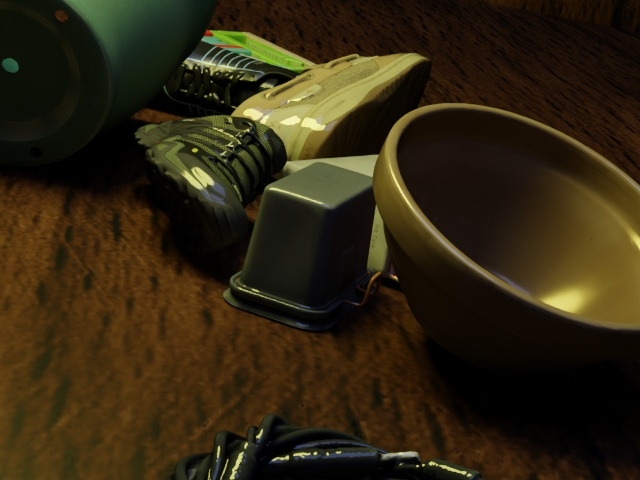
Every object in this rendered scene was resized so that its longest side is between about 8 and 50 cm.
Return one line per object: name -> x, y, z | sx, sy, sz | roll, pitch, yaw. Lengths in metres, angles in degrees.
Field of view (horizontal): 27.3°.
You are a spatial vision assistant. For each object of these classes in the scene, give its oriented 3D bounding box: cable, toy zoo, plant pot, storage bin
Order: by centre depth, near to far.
cable -> -0.004, 0.130, 0.657 | 0.151, 0.047, 0.184 | 27, 24, 38
plant pot -> 0.135, 0.015, 0.933 | 0.237, 0.109, 0.237 | 17, 37, -13
storage bin -> 0.000, 0.000, 0.975 | 0.098, 0.091, 0.135 | 18, 20, 17
plant pot -> -0.247, -0.205, 1.188 | 0.272, 0.271, 0.255 | 12, 32, 0
toy zoo -> -0.159, -0.233, 1.656 | 0.293, 0.030, 0.192 | -2, 23, -38

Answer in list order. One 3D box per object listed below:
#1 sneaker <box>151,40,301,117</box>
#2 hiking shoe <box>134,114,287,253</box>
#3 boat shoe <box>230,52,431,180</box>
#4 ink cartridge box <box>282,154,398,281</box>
sneaker -> -0.105, -0.169, 1.423 | 0.232, 0.081, 0.090 | 8, 12, -16
hiking shoe -> -0.080, -0.063, 1.066 | 0.114, 0.086, 0.227 | -22, 26, -9
boat shoe -> 0.019, -0.140, 1.337 | 0.110, 0.121, 0.341 | 25, 22, 15
ink cartridge box -> 0.154, -0.009, 1.140 | 0.261, 0.066, 0.296 | 26, 23, 39
